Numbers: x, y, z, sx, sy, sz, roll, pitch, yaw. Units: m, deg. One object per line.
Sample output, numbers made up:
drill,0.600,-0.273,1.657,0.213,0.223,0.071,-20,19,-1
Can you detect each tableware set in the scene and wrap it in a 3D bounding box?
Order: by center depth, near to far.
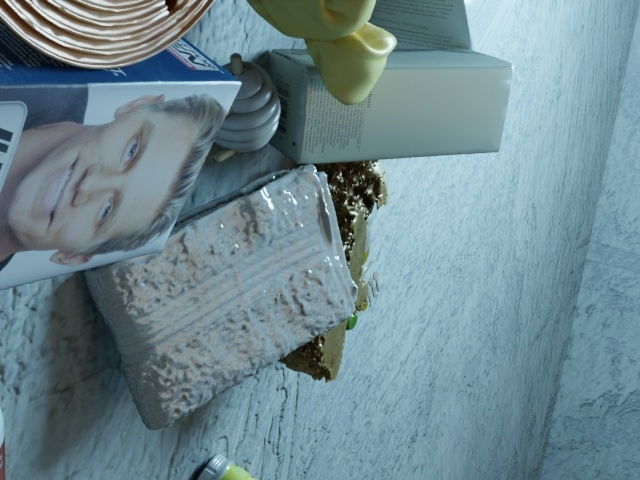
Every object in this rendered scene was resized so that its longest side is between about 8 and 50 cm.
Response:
tableware set,0.042,0.058,1.350,0.104,0.024,0.154,-54,148,-28

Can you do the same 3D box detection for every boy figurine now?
boy figurine,-0.007,-0.252,0.885,0.092,0.177,0.285,-55,127,-28

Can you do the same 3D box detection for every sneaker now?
sneaker,-0.091,0.354,1.180,0.081,0.094,0.208,-56,150,-33

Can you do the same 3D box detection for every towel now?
towel,-0.085,0.050,0.957,0.282,0.049,0.187,-30,115,-31

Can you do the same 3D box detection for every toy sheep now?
toy sheep,-0.082,-0.132,0.940,0.091,0.091,0.132,-57,167,-30

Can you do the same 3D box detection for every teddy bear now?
teddy bear,0.000,0.000,1.170,0.245,0.113,0.338,34,67,-69

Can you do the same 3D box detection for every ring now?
ring,-0.121,-0.273,0.574,0.336,0.032,0.337,-46,146,-44

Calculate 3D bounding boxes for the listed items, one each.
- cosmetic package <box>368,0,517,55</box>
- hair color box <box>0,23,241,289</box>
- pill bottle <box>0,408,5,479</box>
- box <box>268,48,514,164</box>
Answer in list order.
cosmetic package,0.134,-0.391,1.125,0.197,0.155,0.365,-61,150,-24
hair color box,-0.218,-0.061,0.647,0.347,0.105,0.174,-18,142,-59
pill bottle,-0.288,0.175,0.680,0.121,0.121,0.216,-26,127,-55
box,0.079,-0.157,1.081,0.275,0.094,0.113,-5,114,-28
